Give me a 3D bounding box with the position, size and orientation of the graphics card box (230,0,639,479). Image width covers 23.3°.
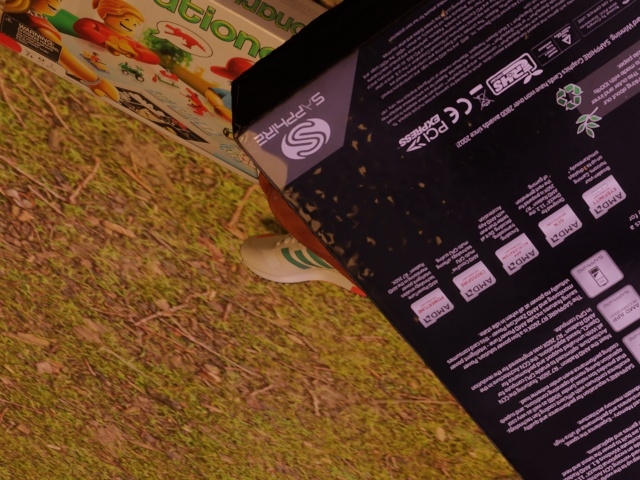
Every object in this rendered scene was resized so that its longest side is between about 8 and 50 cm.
[{"bbox_3d":[0.147,-0.007,0.887,0.233,0.094,0.371,-35,115,14],"label":"graphics card box"}]

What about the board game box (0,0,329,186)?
[{"bbox_3d":[-0.098,-0.150,1.213,0.305,0.053,0.193,28,148,-3],"label":"board game box"}]

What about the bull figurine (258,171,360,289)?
[{"bbox_3d":[0.094,0.008,1.210,0.188,0.101,0.310,-13,148,42],"label":"bull figurine"}]

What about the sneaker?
[{"bbox_3d":[0.000,0.000,1.375,0.161,0.057,0.075,11,129,26],"label":"sneaker"}]
